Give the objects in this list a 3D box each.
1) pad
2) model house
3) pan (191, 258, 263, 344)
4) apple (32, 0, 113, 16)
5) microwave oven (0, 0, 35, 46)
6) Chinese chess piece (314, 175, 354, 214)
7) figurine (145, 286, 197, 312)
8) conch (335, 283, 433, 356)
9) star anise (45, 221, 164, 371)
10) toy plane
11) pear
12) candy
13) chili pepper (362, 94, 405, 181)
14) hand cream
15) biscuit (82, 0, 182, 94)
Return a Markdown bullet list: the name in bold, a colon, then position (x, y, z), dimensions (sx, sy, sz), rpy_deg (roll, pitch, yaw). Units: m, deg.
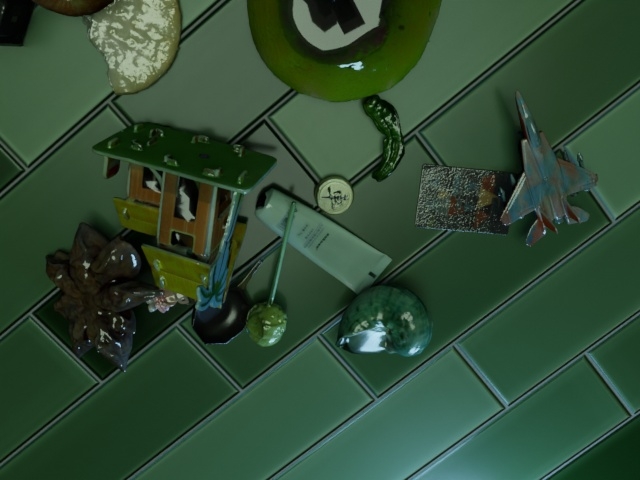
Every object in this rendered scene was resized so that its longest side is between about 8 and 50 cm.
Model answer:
- **pad**: position (0.315, -0.087, 1.467), dimensions (0.212, 0.003, 0.142), rpy_deg (4, 106, -5)
- **model house**: position (-0.284, -0.009, 1.279), dimensions (0.301, 0.340, 0.323), rpy_deg (15, 117, 7)
- **pan**: position (-0.191, 0.134, 1.473), dimensions (0.202, 0.048, 0.128), rpy_deg (-37, 127, -15)
- **apple**: position (-0.437, -0.503, 1.183), dimensions (0.211, 0.211, 0.187), rpy_deg (-4, 67, -3)
- **microwave oven**: position (-0.612, -0.431, 1.203), dimensions (0.163, 0.205, 0.129), rpy_deg (21, 104, -11)
- **Chinese chess piece**: position (0.029, -0.095, 1.430), dimensions (0.084, 0.034, 0.084), rpy_deg (-1, 106, -5)
- **figurine**: position (-0.313, 0.110, 1.461), dimensions (0.129, 0.054, 0.072), rpy_deg (-18, 92, 9)
- **conch**: position (0.154, 0.178, 1.471), dimensions (0.202, 0.134, 0.196), rpy_deg (23, 144, -15)
- **star anise**: position (-0.442, 0.119, 1.382), dimensions (0.316, 0.108, 0.315), rpy_deg (3, 96, 31)
- **toy plane**: position (0.448, -0.155, 1.404), dimensions (0.223, 0.104, 0.326), rpy_deg (-24, 103, 0)
- **pear**: position (0.044, -0.453, 1.246), dimensions (0.399, 0.165, 0.398), rpy_deg (0, 102, -2)
- **candy**: position (-0.091, 0.072, 1.421), dimensions (0.092, 0.093, 0.335), rpy_deg (29, 117, 32)
- **chili pepper**: position (0.133, -0.211, 1.397), dimensions (0.073, 0.050, 0.182), rpy_deg (-13, 109, -7)
- **hand cream**: position (0.000, 0.000, 1.449), dimensions (0.321, 0.067, 0.109), rpy_deg (34, 100, -17)
- **biscuit**: position (-0.365, -0.410, 1.313), dimensions (0.188, 0.040, 0.265), rpy_deg (11, 105, -9)
